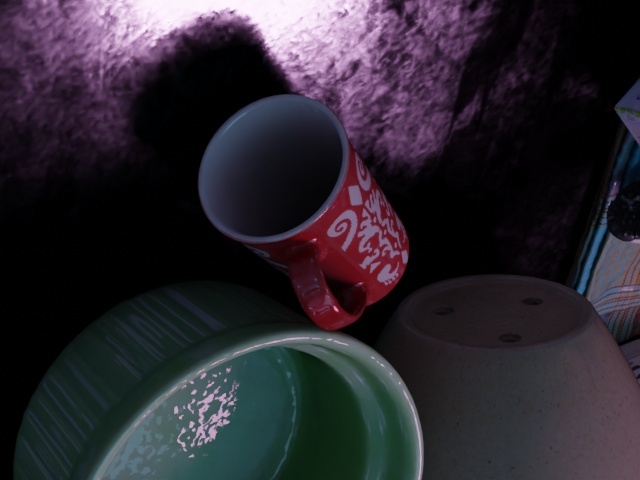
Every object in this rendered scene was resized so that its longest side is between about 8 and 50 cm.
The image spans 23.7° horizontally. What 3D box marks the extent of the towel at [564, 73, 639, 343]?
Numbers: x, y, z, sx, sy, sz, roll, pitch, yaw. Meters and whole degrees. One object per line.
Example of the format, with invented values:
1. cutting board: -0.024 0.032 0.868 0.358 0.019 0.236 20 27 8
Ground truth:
1. towel: 0.366 -0.037 1.482 0.271 0.040 0.370 -17 140 -26

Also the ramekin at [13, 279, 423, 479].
1. ramekin: -0.085 0.178 1.168 0.303 0.148 0.303 -15 119 -29

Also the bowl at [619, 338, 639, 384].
1. bowl: 0.325 0.153 1.602 0.170 0.080 0.170 -23 168 -5

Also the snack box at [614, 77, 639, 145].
1. snack box: 0.325 -0.126 1.290 0.141 0.037 0.100 -47 122 -11

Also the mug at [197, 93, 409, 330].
1. mug: -0.008 -0.003 1.117 0.169 0.113 0.150 46 54 -59

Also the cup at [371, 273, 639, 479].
1. cup: 0.152 0.167 1.332 0.331 0.331 0.237 -14 113 -30

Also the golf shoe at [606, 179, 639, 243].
1. golf shoe: 0.336 -0.017 1.382 0.198 0.077 0.094 -15 140 -27
